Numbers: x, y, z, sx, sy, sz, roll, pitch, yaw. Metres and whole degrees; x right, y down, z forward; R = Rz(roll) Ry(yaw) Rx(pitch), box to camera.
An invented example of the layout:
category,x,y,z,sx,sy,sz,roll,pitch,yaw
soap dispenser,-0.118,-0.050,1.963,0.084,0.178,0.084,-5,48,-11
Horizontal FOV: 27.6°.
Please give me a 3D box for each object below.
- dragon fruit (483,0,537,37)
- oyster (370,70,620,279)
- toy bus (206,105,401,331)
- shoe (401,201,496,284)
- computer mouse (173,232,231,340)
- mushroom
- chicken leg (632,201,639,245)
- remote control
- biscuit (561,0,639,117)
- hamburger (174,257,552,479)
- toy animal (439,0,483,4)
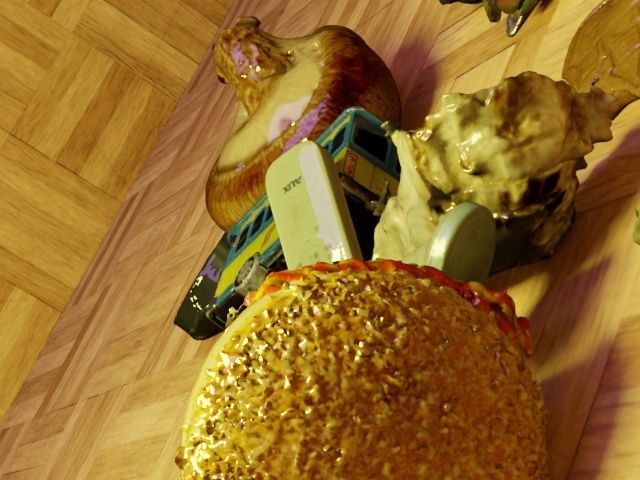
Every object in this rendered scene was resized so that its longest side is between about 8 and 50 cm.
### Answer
category,x,y,z,sx,sy,sz,roll,pitch,yaw
dragon fruit,0.219,-0.371,1.513,0.192,0.274,0.193,-22,19,-41
oyster,0.122,-0.026,1.174,0.337,0.198,0.133,-49,31,47
toy bus,0.000,0.000,1.543,0.287,0.138,0.175,-44,22,37
shoe,0.092,0.040,1.097,0.079,0.078,0.195,-36,-37,-33
computer mouse,-0.131,0.054,1.911,0.168,0.087,0.295,-59,3,16
mushroom,-0.049,-0.158,1.748,0.345,0.259,0.345,-47,18,21
chicken leg,0.334,-0.121,0.831,0.429,0.153,0.201,-56,-14,31
remote control,0.011,0.042,1.347,0.090,0.038,0.309,-32,62,34
biscuit,0.299,-0.196,1.243,0.182,0.034,0.215,-47,20,31
hamburger,0.030,0.153,0.957,0.179,0.276,0.294,135,146,-69
toy animal,0.247,-0.452,1.728,0.343,0.106,0.168,-61,6,-31
